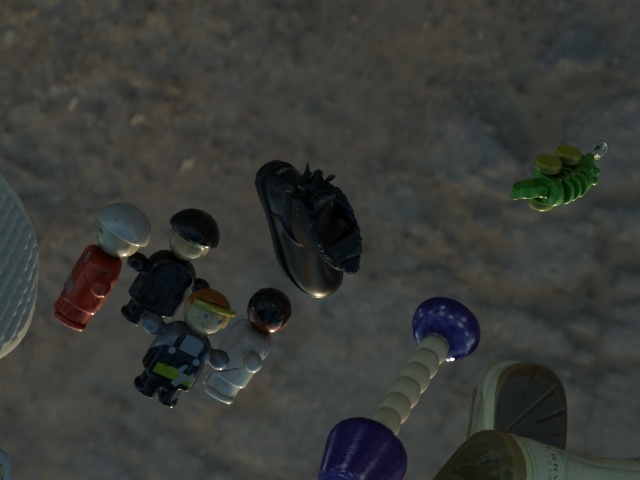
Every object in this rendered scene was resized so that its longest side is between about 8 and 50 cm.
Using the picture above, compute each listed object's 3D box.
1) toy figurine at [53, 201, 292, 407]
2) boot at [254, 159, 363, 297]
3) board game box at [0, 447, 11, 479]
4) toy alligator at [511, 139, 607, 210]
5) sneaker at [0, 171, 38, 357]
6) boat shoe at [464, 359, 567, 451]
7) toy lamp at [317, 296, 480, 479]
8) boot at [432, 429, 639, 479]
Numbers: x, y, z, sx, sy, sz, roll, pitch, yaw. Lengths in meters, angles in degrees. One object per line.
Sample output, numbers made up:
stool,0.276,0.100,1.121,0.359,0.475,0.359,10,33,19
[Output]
toy figurine,-0.149,0.064,2.011,0.209,0.148,0.213,39,-166,27
boot,0.001,0.000,1.334,0.099,0.045,0.121,30,147,60
board game box,-0.326,0.310,1.562,0.142,0.275,0.144,-7,165,-1
toy alligator,0.277,-0.070,2.062,0.051,0.190,0.056,28,124,31
sneaker,-0.308,-0.007,1.113,0.150,0.135,0.366,6,172,27
boat shoe,0.187,0.272,1.932,0.109,0.302,0.098,3,180,-21
toy lamp,0.072,0.152,1.746,0.080,0.274,0.080,14,126,20
boot,0.151,0.246,1.489,0.203,0.095,0.262,9,133,-33
